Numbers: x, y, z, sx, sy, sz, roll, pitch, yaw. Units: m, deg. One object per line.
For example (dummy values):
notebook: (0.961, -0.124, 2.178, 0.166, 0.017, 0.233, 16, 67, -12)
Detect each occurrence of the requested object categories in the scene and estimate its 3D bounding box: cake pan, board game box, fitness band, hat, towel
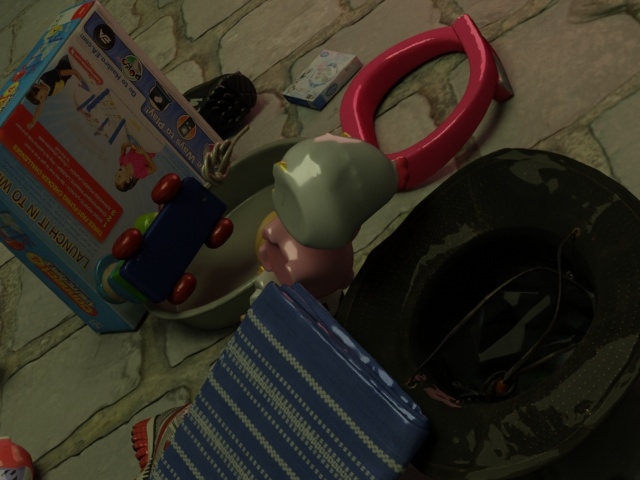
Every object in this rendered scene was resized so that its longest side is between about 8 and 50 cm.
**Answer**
cake pan: (-0.092, -0.003, 1.818, 0.293, 0.054, 0.293, -29, 31, 20)
board game box: (0.002, -0.220, 2.033, 0.090, 0.020, 0.090, -48, 30, -11)
board game box: (-0.287, -0.093, 1.909, 0.086, 0.308, 0.302, -8, 42, 46)
fitness band: (0.120, -0.170, 1.795, 0.209, 0.054, 0.291, -34, 29, 13)
hat: (0.179, 0.082, 1.305, 0.331, 0.134, 0.331, -23, 48, 28)
towel: (-0.055, 0.227, 1.323, 0.243, 0.040, 0.336, 43, 106, 43)

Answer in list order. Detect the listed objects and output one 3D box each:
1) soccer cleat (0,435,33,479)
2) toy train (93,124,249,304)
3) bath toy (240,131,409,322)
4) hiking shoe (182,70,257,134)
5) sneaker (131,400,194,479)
soccer cleat: (-0.447, 0.320, 1.780, 0.248, 0.083, 0.095, -28, 36, 17)
toy train: (-0.176, -0.028, 1.808, 0.143, 0.105, 0.248, -20, 33, 57)
bath toy: (0.000, 0.000, 1.465, 0.129, 0.348, 0.151, -20, 68, -19)
hiking shoe: (-0.190, -0.160, 2.138, 0.227, 0.086, 0.114, -35, 16, 0)
sneaker: (-0.135, 0.237, 1.512, 0.093, 0.088, 0.225, -31, 33, 7)
